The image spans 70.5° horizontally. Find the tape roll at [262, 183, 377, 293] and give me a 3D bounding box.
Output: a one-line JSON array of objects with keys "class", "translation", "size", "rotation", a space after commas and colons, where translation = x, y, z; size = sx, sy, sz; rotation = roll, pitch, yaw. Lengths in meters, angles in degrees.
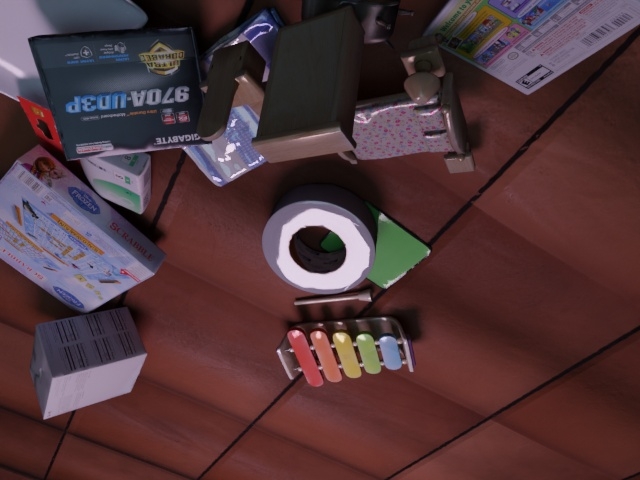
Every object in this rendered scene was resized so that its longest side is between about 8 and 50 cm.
[{"class": "tape roll", "translation": [0.000, 0.000, 0.885], "size": [0.219, 0.072, 0.219], "rotation": [5, 124, 8]}]

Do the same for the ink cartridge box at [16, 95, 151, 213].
[{"class": "ink cartridge box", "translation": [-0.418, -0.142, 0.812], "size": [0.225, 0.056, 0.181], "rotation": [23, 157, -12]}]

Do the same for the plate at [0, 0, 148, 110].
[{"class": "plate", "translation": [-0.437, -0.323, 0.620], "size": [0.277, 0.045, 0.278], "rotation": [-25, 152, 26]}]

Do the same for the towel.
[{"class": "towel", "translation": [-0.136, -0.224, 0.767], "size": [0.285, 0.034, 0.209], "rotation": [-25, 121, 24]}]

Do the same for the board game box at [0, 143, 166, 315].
[{"class": "board game box", "translation": [-0.546, 0.002, 0.962], "size": [0.318, 0.066, 0.318], "rotation": [-25, 120, 32]}]

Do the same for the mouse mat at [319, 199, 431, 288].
[{"class": "mouse mat", "translation": [0.111, 0.015, 0.928], "size": [0.190, 0.007, 0.152], "rotation": [34, 124, -17]}]

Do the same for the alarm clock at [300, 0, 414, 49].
[{"class": "alarm clock", "translation": [0.021, -0.317, 0.619], "size": [0.192, 0.129, 0.064], "rotation": [26, 131, 14]}]

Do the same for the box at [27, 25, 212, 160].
[{"class": "box", "translation": [-0.289, -0.223, 0.685], "size": [0.220, 0.051, 0.175], "rotation": [-9, 119, -12]}]

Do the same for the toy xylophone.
[{"class": "toy xylophone", "translation": [0.050, 0.232, 1.055], "size": [0.323, 0.081, 0.236], "rotation": [-15, 123, 19]}]

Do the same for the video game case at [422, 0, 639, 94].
[{"class": "video game case", "translation": [0.263, -0.284, 0.585], "size": [0.193, 0.023, 0.212], "rotation": [24, 169, -10]}]

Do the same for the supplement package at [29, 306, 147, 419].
[{"class": "supplement package", "translation": [-0.562, 0.289, 1.092], "size": [0.203, 0.149, 0.194], "rotation": [-7, 142, -43]}]

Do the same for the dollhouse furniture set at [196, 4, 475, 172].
[{"class": "dollhouse furniture set", "translation": [0.044, -0.127, 0.670], "size": [0.303, 0.173, 0.355], "rotation": [-2, 158, 28]}]
